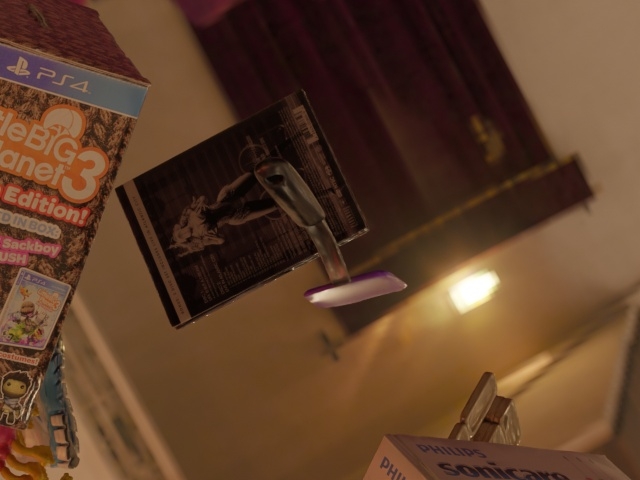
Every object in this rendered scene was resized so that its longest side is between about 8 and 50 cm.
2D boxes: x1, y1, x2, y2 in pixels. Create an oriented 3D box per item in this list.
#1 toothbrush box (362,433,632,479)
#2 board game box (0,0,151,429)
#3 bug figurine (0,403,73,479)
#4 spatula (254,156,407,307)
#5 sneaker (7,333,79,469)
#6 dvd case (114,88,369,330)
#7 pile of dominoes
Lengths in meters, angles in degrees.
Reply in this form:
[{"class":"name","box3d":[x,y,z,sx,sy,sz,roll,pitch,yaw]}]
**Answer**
[{"class":"toothbrush box","box3d":[0.089,0.277,1.083,0.206,0.283,0.122,11,-161,-39]},{"class":"board game box","box3d":[-0.266,-0.041,1.331,0.291,0.141,0.232,-69,-157,14]},{"class":"bug figurine","box3d":[-0.273,0.254,1.398,0.072,0.216,0.279,12,-156,-29]},{"class":"spatula","box3d":[0.000,0.000,1.440,0.084,0.030,0.296,-16,149,11]},{"class":"sneaker","box3d":[-0.290,0.133,1.658,0.083,0.191,0.071,-9,170,3]},{"class":"dvd case","box3d":[-0.081,-0.031,1.707,0.221,0.164,0.018,-27,162,8]},{"class":"pile of dominoes","box3d":[0.108,0.250,1.490,0.040,0.196,0.251,13,-128,29]}]
